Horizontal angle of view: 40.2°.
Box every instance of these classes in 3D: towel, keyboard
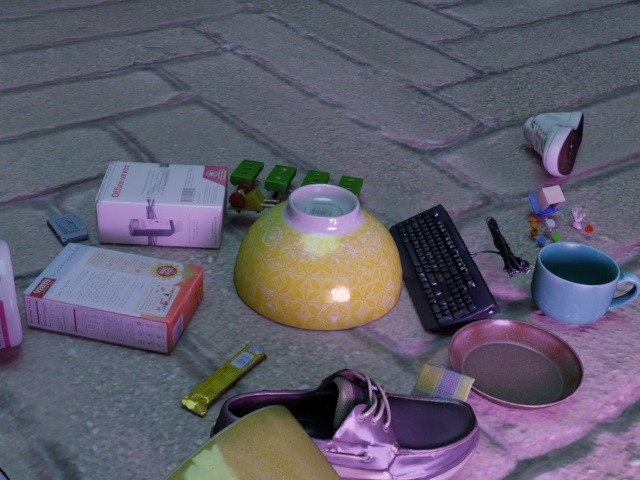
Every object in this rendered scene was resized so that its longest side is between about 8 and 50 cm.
[{"bbox_3d":[0.171,0.209,1.237,0.083,0.009,0.060,11,62,31],"label":"towel"},{"bbox_3d":[0.235,0.027,1.486,0.202,0.033,0.317,-20,34,2],"label":"keyboard"}]

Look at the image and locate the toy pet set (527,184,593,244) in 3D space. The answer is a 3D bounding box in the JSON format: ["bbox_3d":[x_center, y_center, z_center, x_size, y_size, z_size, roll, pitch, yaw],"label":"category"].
[{"bbox_3d":[0.437,-0.042,1.676,0.122,0.065,0.114,-11,70,-18],"label":"toy pet set"}]

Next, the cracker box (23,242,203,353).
[{"bbox_3d":[-0.315,0.086,1.355,0.232,0.067,0.155,11,32,9],"label":"cracker box"}]

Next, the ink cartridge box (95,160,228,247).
[{"bbox_3d":[-0.281,-0.066,1.577,0.218,0.092,0.158,4,32,-3],"label":"ink cartridge box"}]

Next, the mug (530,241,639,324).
[{"bbox_3d":[0.420,0.082,1.420,0.158,0.097,0.129,29,39,32],"label":"mug"}]

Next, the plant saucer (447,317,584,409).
[{"bbox_3d":[0.285,0.188,1.293,0.199,0.036,0.198,2,32,-2],"label":"plant saucer"}]

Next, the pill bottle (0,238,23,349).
[{"bbox_3d":[-0.574,0.093,1.225,0.283,0.160,0.160,-8,34,-20],"label":"pill bottle"}]

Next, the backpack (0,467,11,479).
[{"bbox_3d":[-0.353,0.324,0.783,0.274,0.290,0.355,-3,24,-25],"label":"backpack"}]

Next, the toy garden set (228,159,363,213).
[{"bbox_3d":[-0.053,-0.084,1.661,0.244,0.049,0.204,10,23,6],"label":"toy garden set"}]

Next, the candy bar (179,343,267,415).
[{"bbox_3d":[-0.134,0.195,1.250,0.040,0.018,0.161,25,37,23],"label":"candy bar"}]

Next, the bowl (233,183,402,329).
[{"bbox_3d":[0.000,0.000,1.447,0.290,0.156,0.289,3,32,-2],"label":"bowl"}]

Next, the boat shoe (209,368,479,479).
[{"bbox_3d":[0.037,0.239,1.094,0.356,0.130,0.132,-5,34,-15],"label":"boat shoe"}]

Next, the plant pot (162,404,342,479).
[{"bbox_3d":[-0.024,0.354,0.818,0.293,0.274,0.275,40,44,21],"label":"plant pot"}]

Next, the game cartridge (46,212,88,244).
[{"bbox_3d":[-0.447,-0.022,1.558,0.056,0.017,0.083,-20,39,-27],"label":"game cartridge"}]

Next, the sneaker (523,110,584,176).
[{"bbox_3d":[0.494,-0.211,1.905,0.123,0.105,0.290,6,23,21],"label":"sneaker"}]
